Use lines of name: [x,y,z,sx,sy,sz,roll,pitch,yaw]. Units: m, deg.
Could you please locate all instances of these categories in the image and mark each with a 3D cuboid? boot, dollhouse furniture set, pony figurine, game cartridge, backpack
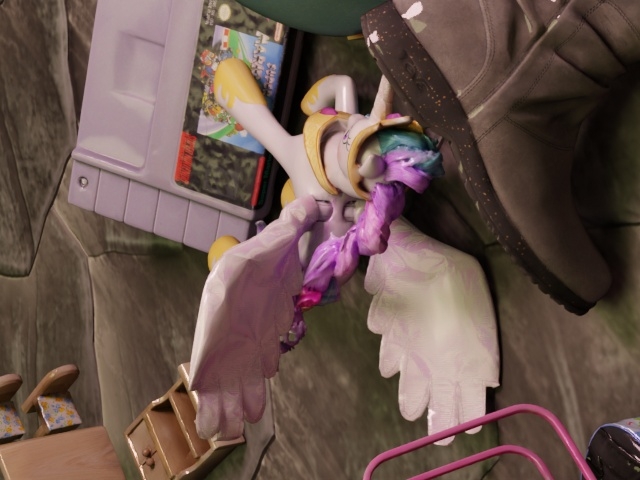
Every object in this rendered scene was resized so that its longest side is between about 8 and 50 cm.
boot: [0.208,-0.112,1.558,0.223,0.338,0.118,-33,22,10]
dollhouse furniture set: [-0.234,0.232,2.085,0.161,0.242,0.212,-47,60,44]
pony figurine: [0.000,0.000,1.765,0.363,0.303,0.351,-154,66,-66]
game cartridge: [-0.138,-0.169,1.975,0.230,0.068,0.355,21,114,21]
backpack: [0.279,0.203,1.565,0.114,0.084,0.105,40,127,36]

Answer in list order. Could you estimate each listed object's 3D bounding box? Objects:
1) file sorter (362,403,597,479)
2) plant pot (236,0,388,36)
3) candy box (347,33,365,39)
file sorter: [0.128,0.302,1.619,0.290,0.202,0.182,103,145,-52]
plant pot: [-0.044,-0.337,1.709,0.290,0.195,0.290,0,90,48]
candy box: [0.095,-0.254,1.750,0.187,0.053,0.109,-7,89,50]
